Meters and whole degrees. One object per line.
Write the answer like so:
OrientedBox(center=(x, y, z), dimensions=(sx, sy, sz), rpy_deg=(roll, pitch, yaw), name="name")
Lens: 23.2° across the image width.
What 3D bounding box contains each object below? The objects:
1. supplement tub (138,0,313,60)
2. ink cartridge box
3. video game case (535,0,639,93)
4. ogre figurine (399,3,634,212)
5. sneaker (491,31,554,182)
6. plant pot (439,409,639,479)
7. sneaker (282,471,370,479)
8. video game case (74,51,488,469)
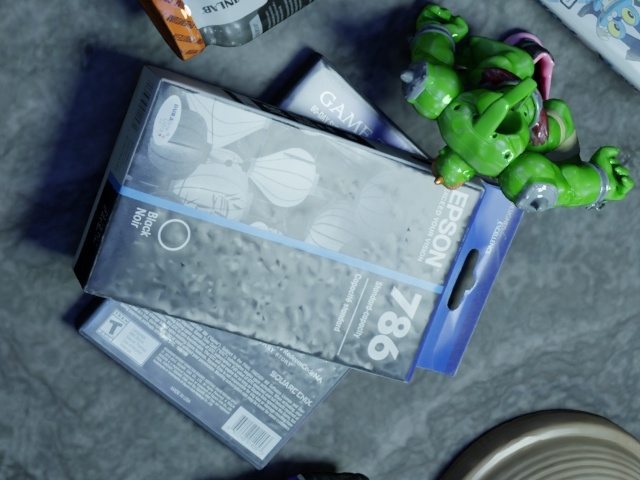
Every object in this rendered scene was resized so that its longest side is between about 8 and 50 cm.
OrientedBox(center=(-0.039, -0.211, 1.069), dimensions=(0.190, 0.117, 0.117), rpy_deg=(-34, 114, -6), name="supplement tub")
OrientedBox(center=(0.000, 0.000, 1.154), dimensions=(0.333, 0.065, 0.165), rpy_deg=(16, 101, -23), name="ink cartridge box")
OrientedBox(center=(0.273, -0.300, 1.160), dimensions=(0.300, 0.036, 0.329), rpy_deg=(39, 92, -13), name="video game case")
OrientedBox(center=(0.129, -0.089, 1.125), dimensions=(0.097, 0.118, 0.197), rpy_deg=(-28, 93, 36), name="ogre figurine")
OrientedBox(center=(0.154, -0.098, 1.202), dimensions=(0.047, 0.057, 0.119), rpy_deg=(2, 107, -22), name="sneaker")
OrientedBox(center=(0.208, 0.272, 1.311), dimensions=(0.237, 0.110, 0.237), rpy_deg=(-6, 109, -17), name="plant pot")
OrientedBox(center=(0.025, 0.317, 1.267), dimensions=(0.146, 0.102, 0.293), rpy_deg=(-17, 111, -13), name="sneaker")
OrientedBox(center=(-0.026, 0.021, 1.199), dimensions=(0.196, 0.026, 0.274), rpy_deg=(41, 90, -25), name="video game case")
